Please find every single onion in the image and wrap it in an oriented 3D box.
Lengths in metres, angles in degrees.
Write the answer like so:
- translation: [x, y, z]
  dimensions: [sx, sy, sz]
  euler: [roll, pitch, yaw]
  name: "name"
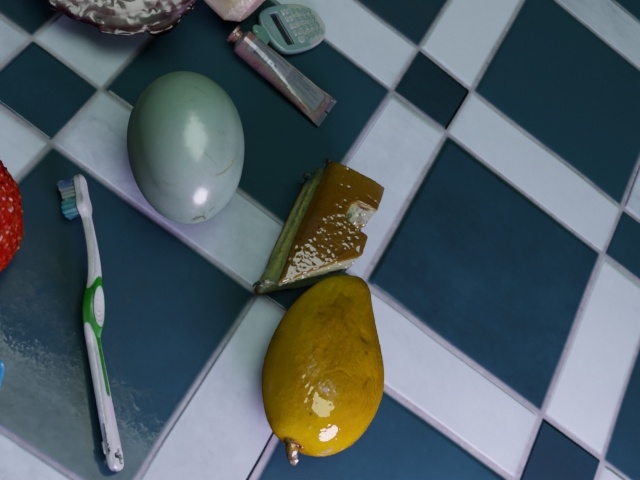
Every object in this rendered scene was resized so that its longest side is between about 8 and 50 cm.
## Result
- translation: [-0.322, -0.445, 1.473]
  dimensions: [0.315, 0.146, 0.279]
  euler: [-2, 88, -12]
  name: "onion"

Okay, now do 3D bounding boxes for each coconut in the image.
- translation: [-0.149, -0.449, 1.550]
  dimensions: [0.153, 0.147, 0.147]
  euler: [43, 55, -7]
  name: "coconut"

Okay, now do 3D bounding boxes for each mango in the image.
- translation: [0.010, 0.177, 1.347]
  dimensions: [0.177, 0.119, 0.316]
  euler: [21, 55, -9]
  name: "mango"

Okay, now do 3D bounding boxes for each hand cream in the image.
- translation: [-0.066, -0.280, 1.579]
  dimensions: [0.210, 0.043, 0.067]
  euler: [40, 57, -11]
  name: "hand cream"

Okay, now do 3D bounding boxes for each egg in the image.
- translation: [-0.194, -0.134, 1.362]
  dimensions: [0.168, 0.168, 0.230]
  euler: [3, 70, -26]
  name: "egg"

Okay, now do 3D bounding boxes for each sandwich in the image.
- translation: [0.000, 0.000, 1.428]
  dimensions: [0.128, 0.122, 0.235]
  euler: [28, 59, -8]
  name: "sandwich"

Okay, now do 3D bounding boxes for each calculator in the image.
- translation: [-0.056, -0.366, 1.634]
  dimensions: [0.153, 0.021, 0.095]
  euler: [-24, 79, -34]
  name: "calculator"

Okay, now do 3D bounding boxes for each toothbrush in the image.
- translation: [-0.302, 0.101, 1.269]
  dimensions: [0.040, 0.042, 0.417]
  euler: [-18, 71, 9]
  name: "toothbrush"

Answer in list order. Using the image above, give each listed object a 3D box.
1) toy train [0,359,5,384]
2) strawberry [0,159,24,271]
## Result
- translation: [-0.510, 0.204, 1.032]
  dimensions: [0.300, 0.188, 0.265]
  euler: [17, 55, -18]
  name: "toy train"
- translation: [-0.477, -0.037, 1.142]
  dimensions: [0.277, 0.257, 0.257]
  euler: [18, 52, -59]
  name: "strawberry"
